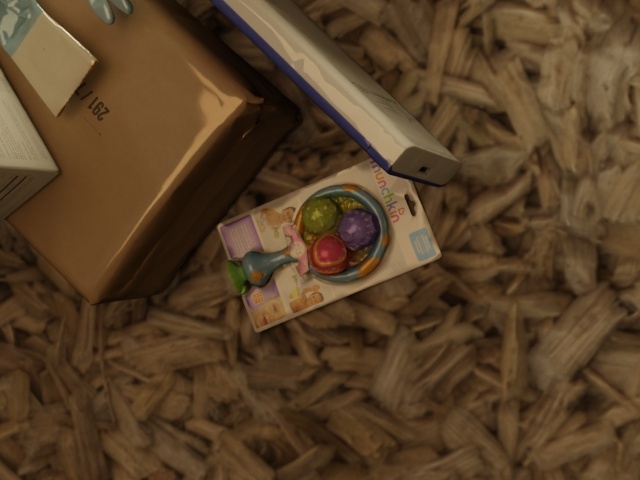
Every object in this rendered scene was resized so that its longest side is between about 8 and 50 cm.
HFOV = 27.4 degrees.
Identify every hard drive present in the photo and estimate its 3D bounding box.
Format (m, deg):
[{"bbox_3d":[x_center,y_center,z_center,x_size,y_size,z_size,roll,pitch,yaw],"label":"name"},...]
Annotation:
[{"bbox_3d":[0.003,-0.183,1.399,0.319,0.210,0.040,46,103,16],"label":"hard drive"}]

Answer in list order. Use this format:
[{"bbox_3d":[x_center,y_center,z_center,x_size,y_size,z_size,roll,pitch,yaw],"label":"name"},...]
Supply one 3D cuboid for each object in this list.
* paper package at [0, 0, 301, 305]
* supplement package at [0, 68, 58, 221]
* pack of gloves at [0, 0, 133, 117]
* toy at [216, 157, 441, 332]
[{"bbox_3d":[-0.245,-0.136,1.514,0.325,0.168,0.309,43,102,16],"label":"paper package"},{"bbox_3d":[-0.457,-0.101,1.365,0.198,0.262,0.199,-36,77,19],"label":"supplement package"},{"bbox_3d":[-0.292,-0.283,1.437,0.232,0.046,0.195,47,114,19],"label":"pack of gloves"},{"bbox_3d":[0.000,0.000,1.476,0.237,0.056,0.137,-23,81,18],"label":"toy"}]
